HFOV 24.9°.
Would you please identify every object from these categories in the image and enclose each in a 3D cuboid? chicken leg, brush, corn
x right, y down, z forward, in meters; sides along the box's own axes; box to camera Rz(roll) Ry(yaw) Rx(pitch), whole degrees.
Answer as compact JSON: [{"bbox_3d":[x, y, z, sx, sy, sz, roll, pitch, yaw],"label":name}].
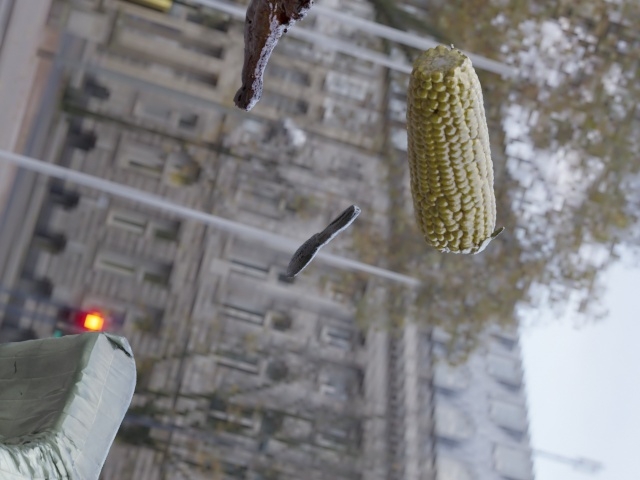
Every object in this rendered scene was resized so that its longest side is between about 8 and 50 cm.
[{"bbox_3d":[-0.042,-0.225,1.438,0.205,0.053,0.093,117,-29,-43],"label":"chicken leg"},{"bbox_3d":[0.000,0.000,0.801,0.083,0.008,0.024,-41,-159,53],"label":"brush"},{"bbox_3d":[0.139,-0.091,1.550,0.091,0.091,0.260,-113,-170,-47],"label":"corn"}]

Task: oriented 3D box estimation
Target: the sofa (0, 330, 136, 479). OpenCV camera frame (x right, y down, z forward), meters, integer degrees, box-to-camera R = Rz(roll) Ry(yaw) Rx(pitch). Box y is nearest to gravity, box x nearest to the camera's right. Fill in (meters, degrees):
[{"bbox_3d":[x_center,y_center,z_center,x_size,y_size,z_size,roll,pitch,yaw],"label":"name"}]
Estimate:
[{"bbox_3d":[-0.329,0.176,1.459,0.210,0.176,0.225,-8,-130,43],"label":"sofa"}]
